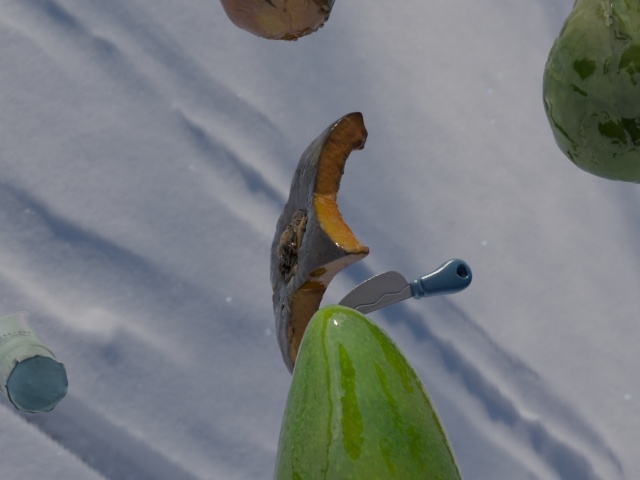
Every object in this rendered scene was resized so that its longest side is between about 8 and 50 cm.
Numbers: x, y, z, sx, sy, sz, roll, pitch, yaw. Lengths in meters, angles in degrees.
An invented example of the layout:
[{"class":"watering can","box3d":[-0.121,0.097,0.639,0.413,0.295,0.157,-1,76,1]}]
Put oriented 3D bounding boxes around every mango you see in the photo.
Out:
[{"class":"mango","box3d":[0.040,0.219,1.038,0.192,0.156,0.343,19,52,-50]}]

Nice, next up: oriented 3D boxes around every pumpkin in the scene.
[{"class":"pumpkin","box3d":[-0.009,0.002,1.637,0.095,0.258,0.290,13,41,-14]}]

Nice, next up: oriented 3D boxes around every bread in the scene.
[{"class":"bread","box3d":[-0.046,-0.294,1.210,0.190,0.132,0.114,73,30,-49]}]

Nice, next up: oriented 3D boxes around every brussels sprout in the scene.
[{"class":"brussels sprout","box3d":[0.358,-0.178,1.332,0.244,0.244,0.244,34,43,-38]}]

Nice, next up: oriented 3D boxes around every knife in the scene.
[{"class":"knife","box3d":[0.115,0.071,1.759,0.244,0.032,0.058,-13,82,-24]}]

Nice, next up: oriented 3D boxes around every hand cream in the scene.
[{"class":"hand cream","box3d":[-0.259,0.091,0.999,0.078,0.205,0.050,-15,107,-24]}]
